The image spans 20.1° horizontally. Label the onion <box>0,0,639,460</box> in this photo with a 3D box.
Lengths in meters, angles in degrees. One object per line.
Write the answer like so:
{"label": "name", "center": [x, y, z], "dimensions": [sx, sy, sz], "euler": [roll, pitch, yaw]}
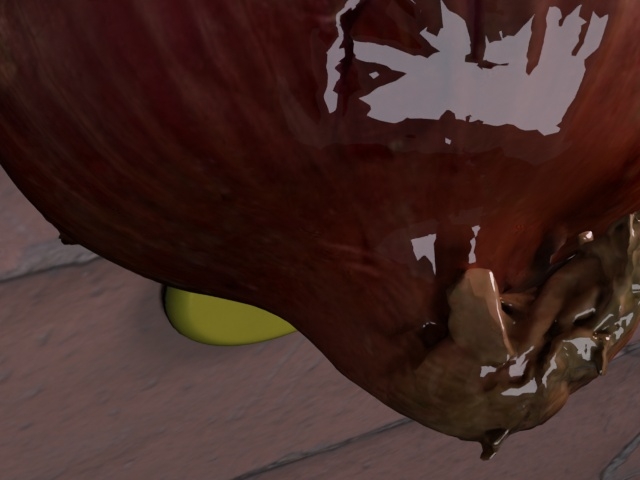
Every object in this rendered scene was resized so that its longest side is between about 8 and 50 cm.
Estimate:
{"label": "onion", "center": [0.022, -0.109, 0.757], "dimensions": [0.353, 0.354, 0.354], "euler": [-25, 154, -13]}

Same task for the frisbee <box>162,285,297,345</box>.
{"label": "frisbee", "center": [0.000, 0.000, 1.231], "dimensions": [0.236, 0.017, 0.236], "euler": [-25, 153, -14]}
